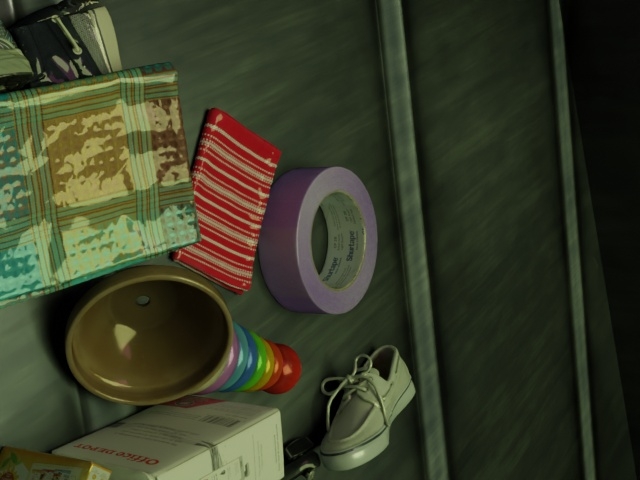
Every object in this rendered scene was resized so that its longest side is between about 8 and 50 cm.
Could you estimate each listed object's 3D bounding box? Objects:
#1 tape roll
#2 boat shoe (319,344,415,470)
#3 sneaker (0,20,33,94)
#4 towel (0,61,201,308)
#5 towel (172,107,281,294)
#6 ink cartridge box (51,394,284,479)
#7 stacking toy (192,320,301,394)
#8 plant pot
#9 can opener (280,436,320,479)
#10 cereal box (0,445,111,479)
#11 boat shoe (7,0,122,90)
[{"bbox_3d":[0.000,0.000,1.953,0.275,0.090,0.275,-3,94,-56],"label":"tape roll"},{"bbox_3d":[0.084,0.299,2.039,0.367,0.136,0.156,-39,115,-57],"label":"boat shoe"},{"bbox_3d":[-0.488,-0.217,1.240,0.283,0.110,0.122,-18,81,-50],"label":"sneaker"},{"bbox_3d":[-0.334,-0.070,1.366,0.370,0.040,0.271,-19,113,-32],"label":"towel"},{"bbox_3d":[-0.155,-0.066,1.776,0.199,0.031,0.275,33,64,-50],"label":"towel"},{"bbox_3d":[-0.218,0.328,1.528,0.283,0.207,0.117,-18,107,-54],"label":"ink cartridge box"},{"bbox_3d":[-0.138,0.201,1.735,0.330,0.141,0.141,28,67,-60],"label":"stacking toy"},{"bbox_3d":[-0.251,0.117,1.517,0.237,0.237,0.110,60,4,-37],"label":"plant pot"},{"bbox_3d":[-0.065,0.426,1.904,0.186,0.073,0.059,-28,152,-49],"label":"can opener"},{"bbox_3d":[-0.376,0.390,1.325,0.047,0.173,0.240,43,57,-49],"label":"cereal box"},{"bbox_3d":[-0.337,-0.157,1.440,0.158,0.127,0.340,-30,107,-45],"label":"boat shoe"}]
